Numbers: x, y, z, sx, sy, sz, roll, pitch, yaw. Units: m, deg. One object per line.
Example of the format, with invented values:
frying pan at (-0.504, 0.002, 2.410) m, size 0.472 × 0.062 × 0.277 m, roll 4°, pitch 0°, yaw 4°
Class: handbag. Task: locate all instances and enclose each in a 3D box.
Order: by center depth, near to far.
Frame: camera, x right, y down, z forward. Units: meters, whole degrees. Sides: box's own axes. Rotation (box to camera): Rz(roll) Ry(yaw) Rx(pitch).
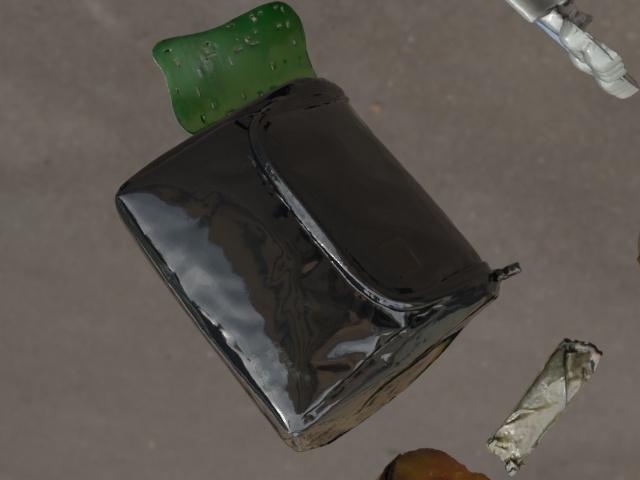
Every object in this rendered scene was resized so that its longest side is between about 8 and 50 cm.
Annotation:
handbag at (-0.001, 0.000, 1.537) m, size 0.275 × 0.302 × 0.178 m, roll -36°, pitch 166°, yaw -5°

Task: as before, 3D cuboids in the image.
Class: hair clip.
hair clip at (0.162, -0.162, 1.153) m, size 0.140 × 0.054 × 0.220 m, roll 41°, pitch -173°, yaw 12°

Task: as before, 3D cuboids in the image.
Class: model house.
model house at (-0.094, -0.185, 1.869) m, size 0.167 × 0.117 × 0.088 m, roll -22°, pitch -179°, yaw -8°

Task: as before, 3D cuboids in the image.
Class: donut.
donut at (0.151, 0.406, 2.264) m, size 0.253 × 0.253 × 0.118 m, roll 18°, pitch 152°, yaw -23°

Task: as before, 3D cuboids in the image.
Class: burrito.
burrito at (0.243, 0.179, 1.844) m, size 0.051 × 0.171 × 0.042 m, roll 36°, pitch -162°, yaw 7°

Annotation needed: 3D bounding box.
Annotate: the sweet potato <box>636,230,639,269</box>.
sweet potato at (0.314, 0.004, 1.267) m, size 0.106 × 0.095 × 0.355 m, roll 1°, pitch -177°, yaw 37°
